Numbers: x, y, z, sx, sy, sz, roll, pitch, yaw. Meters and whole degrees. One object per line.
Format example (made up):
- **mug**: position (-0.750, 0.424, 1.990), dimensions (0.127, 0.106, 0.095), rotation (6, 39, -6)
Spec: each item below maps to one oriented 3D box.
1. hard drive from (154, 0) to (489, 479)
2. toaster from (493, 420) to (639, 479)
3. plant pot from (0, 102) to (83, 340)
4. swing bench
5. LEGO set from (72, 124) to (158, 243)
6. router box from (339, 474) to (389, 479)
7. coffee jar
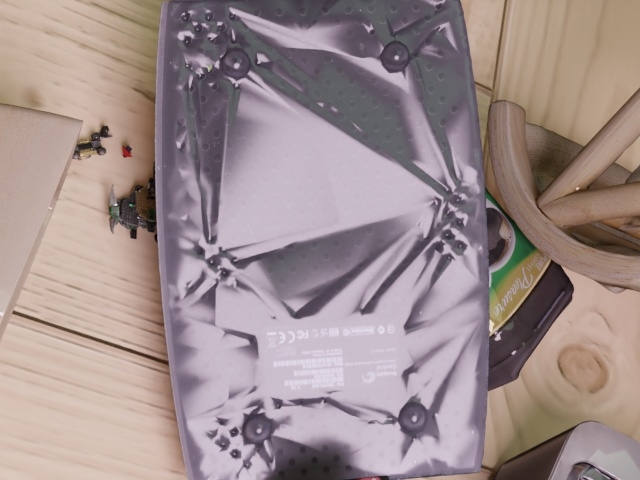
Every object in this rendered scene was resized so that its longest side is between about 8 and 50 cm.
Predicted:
- **hard drive**: position (0.000, 0.000, 0.736), dimensions (0.172, 0.054, 0.255), rotation (-4, 94, -7)
- **toaster**: position (0.164, 0.207, 0.777), dimensions (0.168, 0.110, 0.186), rotation (33, 60, -3)
- **plant pot**: position (-0.184, -0.009, 0.670), dimensions (0.096, 0.109, 0.109), rotation (21, 64, -8)
- **swing bench**: position (0.278, -0.030, 0.810), dimensions (0.253, 0.254, 0.165), rotation (19, 51, -40)
- **LEGO set**: position (-0.103, -0.025, 0.769), dimensions (0.054, 0.023, 0.083), rotation (-22, 73, -36)
- **router box**: position (-0.006, 0.172, 0.698), dimensions (0.038, 0.122, 0.092), rotation (0, 75, -35)
- **coffee jar**: position (0.064, -0.002, 0.820), dimensions (0.184, 0.079, 0.096), rotation (49, 53, -7)
